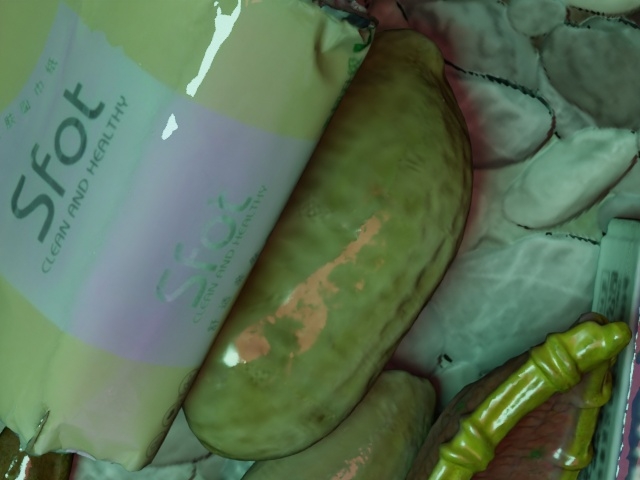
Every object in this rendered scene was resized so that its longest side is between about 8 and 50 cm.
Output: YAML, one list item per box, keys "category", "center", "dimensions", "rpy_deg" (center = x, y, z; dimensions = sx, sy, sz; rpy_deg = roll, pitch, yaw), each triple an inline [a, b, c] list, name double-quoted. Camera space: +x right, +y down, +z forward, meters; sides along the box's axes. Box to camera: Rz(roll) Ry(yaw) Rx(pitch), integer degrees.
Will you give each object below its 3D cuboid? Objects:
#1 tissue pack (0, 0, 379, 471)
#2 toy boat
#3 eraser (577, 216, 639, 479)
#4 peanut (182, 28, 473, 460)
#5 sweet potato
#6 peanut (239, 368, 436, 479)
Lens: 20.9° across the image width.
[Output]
- category: "tissue pack"
  center: [-0.106, -0.049, 0.863]
  dimensions: [0.123, 0.215, 0.256]
  rpy_deg: [8, 115, -45]
- category: "toy boat"
  center: [0.088, 0.173, 0.963]
  dimensions: [0.141, 0.099, 0.318]
  rpy_deg: [-2, 114, -48]
- category: "eraser"
  center: [0.215, 0.131, 1.005]
  dimensions: [0.124, 0.081, 0.279]
  rpy_deg: [6, 93, -9]
- category: "peanut"
  center: [0.000, 0.000, 0.941]
  dimensions: [0.137, 0.122, 0.253]
  rpy_deg: [33, 84, 31]
- category: "sweet potato"
  center: [-0.156, 0.114, 0.961]
  dimensions: [0.049, 0.049, 0.117]
  rpy_deg: [22, 94, -10]
- category: "peanut"
  center: [0.008, 0.133, 0.978]
  dimensions: [0.076, 0.076, 0.152]
  rpy_deg: [45, 82, -9]
